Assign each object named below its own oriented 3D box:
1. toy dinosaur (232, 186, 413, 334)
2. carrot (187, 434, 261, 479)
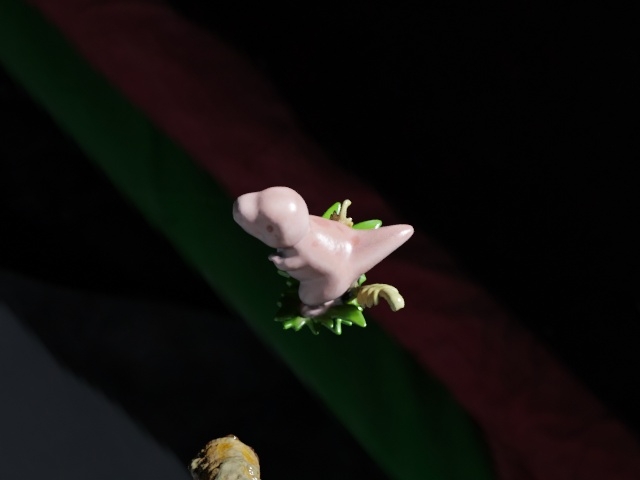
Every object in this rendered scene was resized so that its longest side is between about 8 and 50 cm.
[{"bbox_3d":[0.002,-0.006,2.093,0.194,0.152,0.177,11,-32,0],"label":"toy dinosaur"},{"bbox_3d":[-0.116,0.351,2.578,0.263,0.102,0.102,-108,172,-70],"label":"carrot"}]
